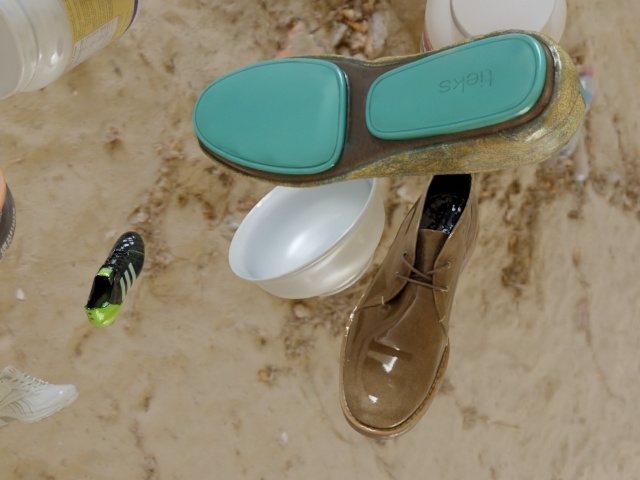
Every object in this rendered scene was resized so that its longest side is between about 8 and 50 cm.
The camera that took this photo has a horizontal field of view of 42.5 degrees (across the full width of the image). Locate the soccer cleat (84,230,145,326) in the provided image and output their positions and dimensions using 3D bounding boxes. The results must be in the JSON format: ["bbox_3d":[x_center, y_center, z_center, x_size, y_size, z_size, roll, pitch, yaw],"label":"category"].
[{"bbox_3d":[-0.333,0.054,1.336,0.072,0.060,0.178,83,19,-58],"label":"soccer cleat"}]

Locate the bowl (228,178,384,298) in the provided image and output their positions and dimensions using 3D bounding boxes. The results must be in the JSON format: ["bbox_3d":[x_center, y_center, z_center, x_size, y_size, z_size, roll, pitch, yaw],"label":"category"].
[{"bbox_3d":[0.000,0.000,1.410,0.134,0.298,0.298,52,58,-29],"label":"bowl"}]

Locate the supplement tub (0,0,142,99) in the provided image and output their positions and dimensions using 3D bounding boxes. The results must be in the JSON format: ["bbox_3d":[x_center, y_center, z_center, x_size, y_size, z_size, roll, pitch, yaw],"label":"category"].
[{"bbox_3d":[-0.472,-0.390,1.352,0.241,0.241,0.331,63,35,-23],"label":"supplement tub"}]

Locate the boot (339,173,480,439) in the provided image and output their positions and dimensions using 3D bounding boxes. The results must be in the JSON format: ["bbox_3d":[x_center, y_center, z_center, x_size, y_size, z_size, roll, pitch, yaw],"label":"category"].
[{"bbox_3d":[0.092,0.048,0.832,0.115,0.112,0.305,87,23,-56],"label":"boot"}]

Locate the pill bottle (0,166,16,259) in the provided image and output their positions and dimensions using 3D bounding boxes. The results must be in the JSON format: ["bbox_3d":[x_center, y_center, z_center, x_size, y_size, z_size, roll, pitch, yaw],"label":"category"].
[{"bbox_3d":[-0.346,-0.005,0.721,0.131,0.246,0.130,14,63,-29],"label":"pill bottle"}]

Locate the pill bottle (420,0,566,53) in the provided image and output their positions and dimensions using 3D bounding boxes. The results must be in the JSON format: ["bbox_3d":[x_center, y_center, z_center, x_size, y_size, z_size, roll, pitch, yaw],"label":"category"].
[{"bbox_3d":[0.232,-0.294,1.139,0.323,0.182,0.181,-7,97,-84],"label":"pill bottle"}]

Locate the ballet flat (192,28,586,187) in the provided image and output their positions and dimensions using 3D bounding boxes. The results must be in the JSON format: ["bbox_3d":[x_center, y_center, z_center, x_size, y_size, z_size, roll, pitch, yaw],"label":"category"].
[{"bbox_3d":[0.049,-0.098,0.693,0.123,0.349,0.123,4,86,-56],"label":"ballet flat"}]

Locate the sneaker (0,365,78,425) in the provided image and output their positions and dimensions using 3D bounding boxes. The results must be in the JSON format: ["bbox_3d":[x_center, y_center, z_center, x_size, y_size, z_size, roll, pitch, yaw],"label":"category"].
[{"bbox_3d":[-0.594,0.303,1.639,0.090,0.232,0.115,-26,102,-74],"label":"sneaker"}]
